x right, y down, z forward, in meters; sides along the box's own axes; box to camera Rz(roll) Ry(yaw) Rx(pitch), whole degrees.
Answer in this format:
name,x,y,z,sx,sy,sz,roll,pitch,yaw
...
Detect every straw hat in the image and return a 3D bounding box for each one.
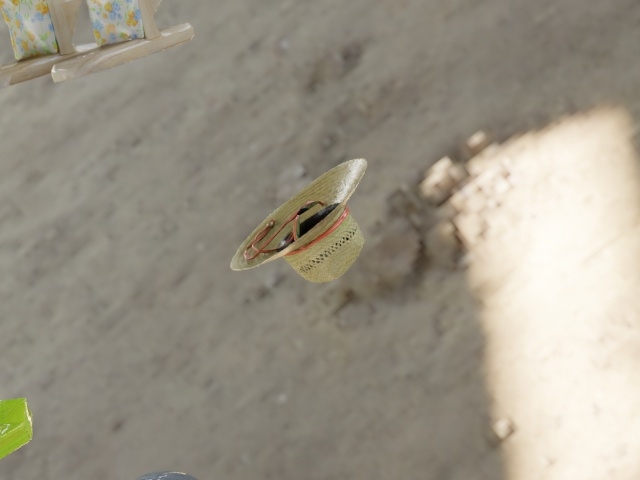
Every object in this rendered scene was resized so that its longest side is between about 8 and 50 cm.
name,x,y,z,sx,sy,sz,roll,pitch,yaw
straw hat,0.000,0.000,1.616,0.144,0.061,0.144,-36,14,11

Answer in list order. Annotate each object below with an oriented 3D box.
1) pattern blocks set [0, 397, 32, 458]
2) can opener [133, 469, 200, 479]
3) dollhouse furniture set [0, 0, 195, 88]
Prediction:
name,x,y,z,sx,sy,sz,roll,pitch,yaw
pattern blocks set,-0.365,0.196,1.569,0.285,0.026,0.325,-18,22,7
can opener,-0.067,0.223,1.420,0.074,0.280,0.093,6,81,18
dollhouse furniture set,-0.377,-0.313,1.860,0.394,0.362,0.256,-4,15,45
